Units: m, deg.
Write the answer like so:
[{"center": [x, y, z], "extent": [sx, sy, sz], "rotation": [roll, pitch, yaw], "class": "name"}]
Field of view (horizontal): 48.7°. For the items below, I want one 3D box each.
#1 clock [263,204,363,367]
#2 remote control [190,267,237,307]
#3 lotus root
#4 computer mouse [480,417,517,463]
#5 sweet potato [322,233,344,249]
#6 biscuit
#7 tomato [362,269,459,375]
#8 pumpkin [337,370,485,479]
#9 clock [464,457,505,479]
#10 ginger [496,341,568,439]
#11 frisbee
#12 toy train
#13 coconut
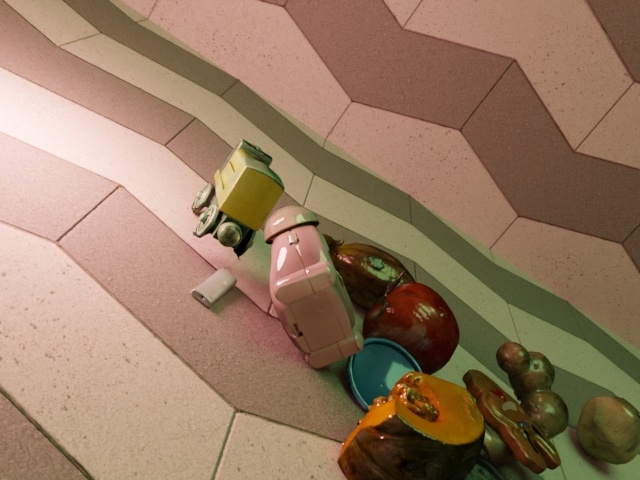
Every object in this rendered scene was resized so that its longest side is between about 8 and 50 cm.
[{"center": [-0.025, 0.106, 1.773], "extent": [0.325, 0.184, 0.342], "rotation": [-103, 178, -55], "class": "clock"}, {"center": [-0.257, 0.112, 1.733], "extent": [0.061, 0.029, 0.162], "rotation": [36, 22, 3], "class": "remote control"}, {"center": [0.151, 0.117, 2.137], "extent": [0.291, 0.193, 0.193], "rotation": [34, 22, -7], "class": "lotus root"}, {"center": [0.460, 0.526, 1.890], "extent": [0.237, 0.082, 0.145], "rotation": [17, 29, -42], "class": "computer mouse"}, {"center": [-0.001, 0.002, 2.306], "extent": [0.202, 0.055, 0.058], "rotation": [13, 31, -44], "class": "sweet potato"}, {"center": [0.508, 0.475, 1.898], "extent": [0.202, 0.047, 0.333], "rotation": [14, 29, -47], "class": "biscuit"}, {"center": [0.283, 0.239, 1.954], "extent": [0.309, 0.170, 0.308], "rotation": [10, 67, -25], "class": "tomato"}, {"center": [0.206, 0.438, 1.528], "extent": [0.256, 0.225, 0.303], "rotation": [35, 27, 8], "class": "pumpkin"}, {"center": [0.378, 0.601, 1.667], "extent": [0.226, 0.049, 0.226], "rotation": [32, 21, -14], "class": "clock"}, {"center": [0.636, 0.448, 2.129], "extent": [0.245, 0.155, 0.303], "rotation": [8, 56, -55], "class": "ginger"}, {"center": [0.166, 0.360, 1.792], "extent": [0.242, 0.045, 0.242], "rotation": [20, 45, -22], "class": "frisbee"}, {"center": [-0.223, -0.120, 1.907], "extent": [0.160, 0.253, 0.397], "rotation": [29, 12, -20], "class": "toy train"}, {"center": [0.934, 0.596, 2.260], "extent": [0.224, 0.224, 0.224], "rotation": [31, 22, -14], "class": "coconut"}]
